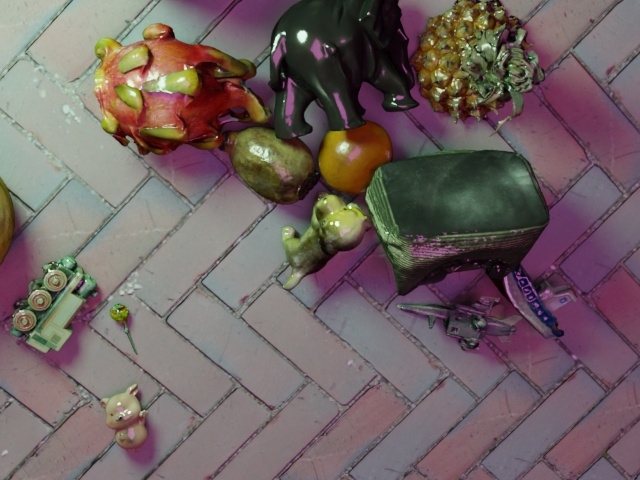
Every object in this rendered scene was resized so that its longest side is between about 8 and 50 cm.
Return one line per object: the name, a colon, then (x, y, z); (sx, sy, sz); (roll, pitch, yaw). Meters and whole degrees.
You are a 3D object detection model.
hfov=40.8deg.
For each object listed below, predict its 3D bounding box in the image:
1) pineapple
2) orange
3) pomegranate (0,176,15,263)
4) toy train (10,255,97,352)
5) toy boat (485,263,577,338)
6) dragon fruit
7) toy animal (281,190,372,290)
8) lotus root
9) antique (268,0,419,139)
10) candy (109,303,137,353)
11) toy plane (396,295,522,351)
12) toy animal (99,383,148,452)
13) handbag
pineapple: (0.325, -0.336, 1.633); (0.262, 0.272, 0.262); (-2, 105, -9)
orange: (0.068, -0.169, 1.710); (0.156, 0.124, 0.156); (-23, 137, -24)
pomegranate: (-0.705, -0.029, 1.562); (0.307, 0.307, 0.307); (-2, 105, -8)
toy train: (-0.533, 0.127, 1.727); (0.125, 0.081, 0.194); (37, 94, -26)
toy boat: (0.462, 0.101, 1.850); (0.115, 0.114, 0.262); (-41, 104, 15)
dragon fruit: (-0.265, -0.276, 1.601); (0.307, 0.243, 0.227); (9, 79, -48)
toy animal: (0.007, -0.014, 1.709); (0.121, 0.169, 0.233); (32, 130, -17)
lotus root: (-0.102, -0.158, 1.692); (0.214, 0.138, 0.138); (32, 98, -9)
antique: (0.043, -0.347, 1.622); (0.322, 0.185, 0.255); (-20, 106, -31)
candy: (-0.404, 0.186, 1.787); (0.035, 0.035, 0.123); (-2, 118, 24)
toy plane: (0.294, 0.177, 1.858); (0.262, 0.088, 0.192); (4, 137, -2)
toy animal: (-0.411, 0.383, 1.816); (0.083, 0.089, 0.150); (-16, 104, -26)
handbag: (0.260, -0.034, 1.701); (0.340, 0.247, 0.240); (-8, 145, -9)
